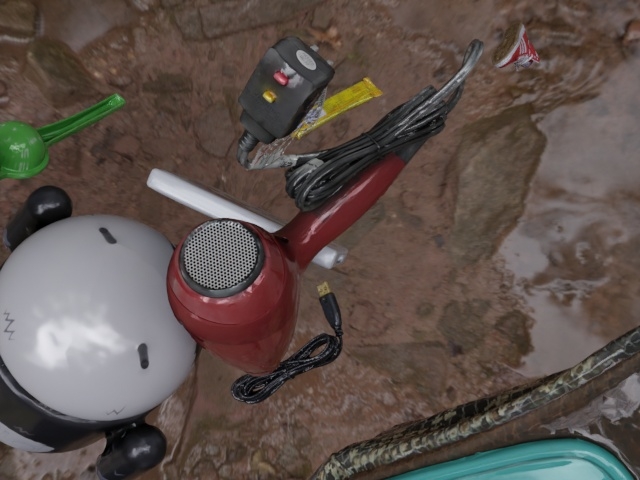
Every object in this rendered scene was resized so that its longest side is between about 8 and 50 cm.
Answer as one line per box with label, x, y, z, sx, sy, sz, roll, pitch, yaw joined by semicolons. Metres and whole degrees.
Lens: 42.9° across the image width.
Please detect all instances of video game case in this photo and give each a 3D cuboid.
video game case;-0.054;-0.017;0.685;0.157;0.143;0.019;24;93;5

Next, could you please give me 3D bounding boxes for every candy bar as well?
candy bar;0.019;-0.199;1.220;0.161;0.018;0.040;-31;69;-15

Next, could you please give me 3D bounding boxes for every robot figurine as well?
robot figurine;-0.206;0.085;0.695;0.209;0.278;0.174;35;54;-15

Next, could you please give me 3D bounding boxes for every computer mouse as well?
computer mouse;-0.079;0.077;1.131;0.184;0.060;0.262;-23;71;-2

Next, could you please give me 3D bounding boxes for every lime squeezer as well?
lime squeezer;-0.251;-0.096;0.654;0.059;0.310;0.110;22;94;7

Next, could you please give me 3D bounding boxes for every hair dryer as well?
hair dryer;0.000;0.000;0.544;0.080;0.223;0.293;50;127;24

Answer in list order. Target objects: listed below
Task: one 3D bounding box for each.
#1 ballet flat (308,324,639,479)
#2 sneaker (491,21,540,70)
ballet flat;0.194;0.101;0.414;0.182;0.483;0.164;-29;93;-50
sneaker;0.300;-0.280;1.246;0.067;0.042;0.118;55;44;-23
